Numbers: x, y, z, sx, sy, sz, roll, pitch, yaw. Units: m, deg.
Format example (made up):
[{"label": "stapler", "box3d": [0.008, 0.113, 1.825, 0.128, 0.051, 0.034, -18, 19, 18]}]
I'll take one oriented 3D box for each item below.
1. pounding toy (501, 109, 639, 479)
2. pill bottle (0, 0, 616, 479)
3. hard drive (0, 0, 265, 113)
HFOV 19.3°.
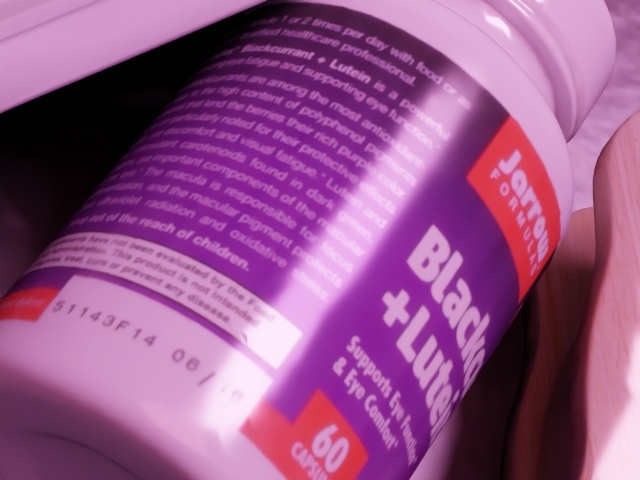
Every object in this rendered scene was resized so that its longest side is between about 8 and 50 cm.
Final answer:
[{"label": "pounding toy", "box3d": [0.133, 0.073, 0.471, 0.154, 0.155, 0.269, 14, 61, -6]}, {"label": "pill bottle", "box3d": [0.000, 0.000, 0.492, 0.108, 0.108, 0.193, 35, 60, 1]}, {"label": "hard drive", "box3d": [-0.068, -0.122, 0.517, 0.307, 0.040, 0.203, -28, 47, -28]}]
